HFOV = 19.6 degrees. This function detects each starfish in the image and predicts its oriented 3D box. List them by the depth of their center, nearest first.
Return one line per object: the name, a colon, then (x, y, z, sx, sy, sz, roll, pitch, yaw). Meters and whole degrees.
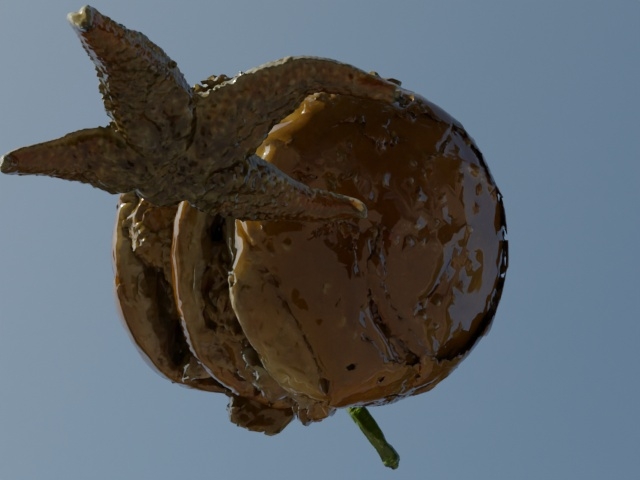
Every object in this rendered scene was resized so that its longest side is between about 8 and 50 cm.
starfish: (-0.057, -0.067, 1.043, 0.247, 0.050, 0.138, 6, -40, -35)

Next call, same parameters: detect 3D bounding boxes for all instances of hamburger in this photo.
hamburger: (-0.008, -0.007, 1.279, 0.211, 0.260, 0.245, 6, -60, 46)

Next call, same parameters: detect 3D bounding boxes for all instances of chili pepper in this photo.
chili pepper: (0.034, 0.134, 1.370, 0.017, 0.083, 0.030, -35, -22, 12)
